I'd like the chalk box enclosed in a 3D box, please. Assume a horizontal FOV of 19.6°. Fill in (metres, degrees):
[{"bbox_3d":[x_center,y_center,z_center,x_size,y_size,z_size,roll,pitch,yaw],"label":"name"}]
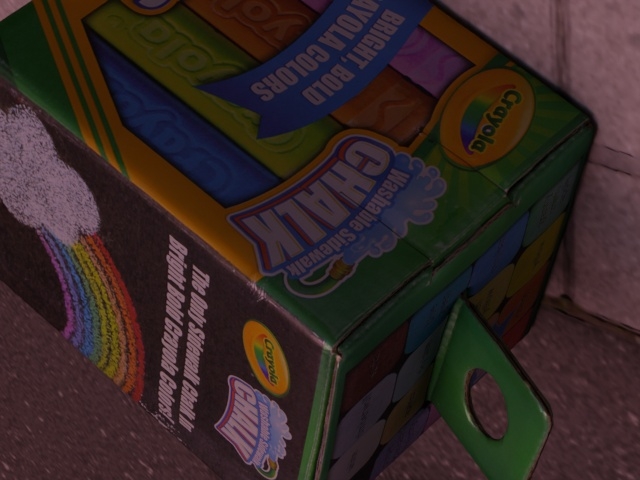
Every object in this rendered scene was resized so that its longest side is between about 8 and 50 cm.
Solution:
[{"bbox_3d":[0.000,0.000,0.855,0.289,0.179,0.180,39,149,18],"label":"chalk box"}]
